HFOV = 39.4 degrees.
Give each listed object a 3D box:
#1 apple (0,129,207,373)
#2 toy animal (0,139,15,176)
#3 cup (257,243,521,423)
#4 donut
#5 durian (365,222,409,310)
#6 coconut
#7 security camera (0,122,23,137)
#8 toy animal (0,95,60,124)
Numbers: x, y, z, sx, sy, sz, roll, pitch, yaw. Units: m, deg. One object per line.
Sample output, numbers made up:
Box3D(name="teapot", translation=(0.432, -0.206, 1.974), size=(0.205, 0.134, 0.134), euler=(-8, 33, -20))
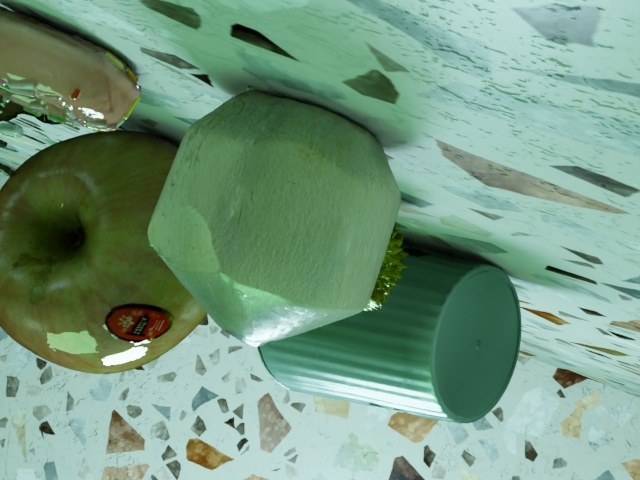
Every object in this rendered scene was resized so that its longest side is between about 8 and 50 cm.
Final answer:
Box3D(name="apple", translation=(-0.329, 0.016, 1.431), size=(0.392, 0.391, 0.346), euler=(19, 175, 20))
Box3D(name="toy animal", translation=(-0.533, -0.185, 1.264), size=(0.244, 0.087, 0.260), euler=(-1, 150, 17))
Box3D(name="cup", translation=(0.139, 0.120, 1.576), size=(0.392, 0.401, 0.310), euler=(9, 134, 43))
Box3D(name="donut", translation=(-0.309, -0.188, 1.035), size=(0.199, 0.085, 0.233), euler=(21, 176, -11))
Box3D(name="durian", translation=(0.003, 0.000, 1.224), size=(0.237, 0.176, 0.200), euler=(18, 166, -26))
Box3D(name="coconut", translation=(-0.052, -0.014, 0.937), size=(0.245, 0.247, 0.245), euler=(21, 175, 2))
Box3D(name="security camera", translation=(-0.728, -0.253, 2.038), size=(0.092, 0.058, 0.058), euler=(12, 173, 6))
Box3D(name="toy animal", translation=(-0.496, -0.220, 1.406), size=(0.179, 0.089, 0.188), euler=(19, 177, -28))
